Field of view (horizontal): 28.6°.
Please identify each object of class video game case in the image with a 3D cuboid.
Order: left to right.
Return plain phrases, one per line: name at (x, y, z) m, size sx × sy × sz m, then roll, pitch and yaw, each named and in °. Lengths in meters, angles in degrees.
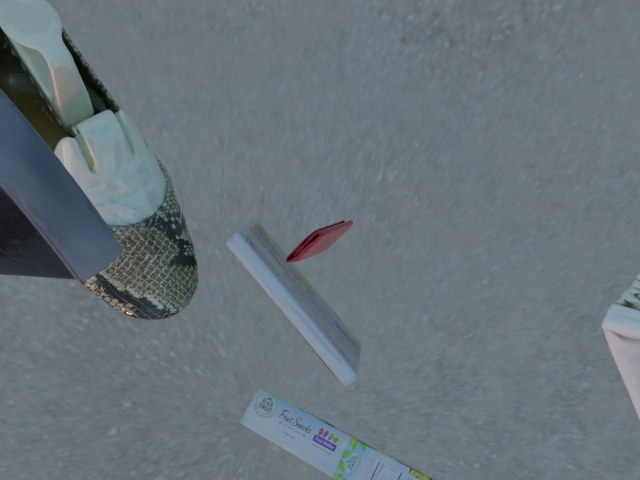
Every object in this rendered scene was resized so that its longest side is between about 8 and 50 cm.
video game case at (-0.028, 0.068, 1.478) m, size 0.023 × 0.193 × 0.212 m, roll -40°, pitch 93°, yaw 6°

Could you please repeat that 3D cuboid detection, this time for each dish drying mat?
dish drying mat at (0.000, 0.000, 0.854) m, size 0.032 × 0.083 × 0.008 m, roll -45°, pitch 84°, yaw 16°

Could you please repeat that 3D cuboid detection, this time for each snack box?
snack box at (0.012, 0.171, 1.021) m, size 0.100 × 0.141 × 0.037 m, roll 33°, pitch 81°, yaw -34°

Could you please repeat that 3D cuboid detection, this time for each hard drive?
hard drive at (-0.290, -0.057, 1.027) m, size 0.172 × 0.254 × 0.054 m, roll 2°, pitch 52°, yaw 32°

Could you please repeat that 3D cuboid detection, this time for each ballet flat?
ballet flat at (-0.286, -0.134, 1.391) m, size 0.164 × 0.182 × 0.483 m, roll -24°, pitch 67°, yaw -29°

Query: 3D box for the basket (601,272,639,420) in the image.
basket at (0.310, 0.089, 0.991) m, size 0.113 × 0.167 × 0.103 m, roll 17°, pitch 60°, yaw 40°
